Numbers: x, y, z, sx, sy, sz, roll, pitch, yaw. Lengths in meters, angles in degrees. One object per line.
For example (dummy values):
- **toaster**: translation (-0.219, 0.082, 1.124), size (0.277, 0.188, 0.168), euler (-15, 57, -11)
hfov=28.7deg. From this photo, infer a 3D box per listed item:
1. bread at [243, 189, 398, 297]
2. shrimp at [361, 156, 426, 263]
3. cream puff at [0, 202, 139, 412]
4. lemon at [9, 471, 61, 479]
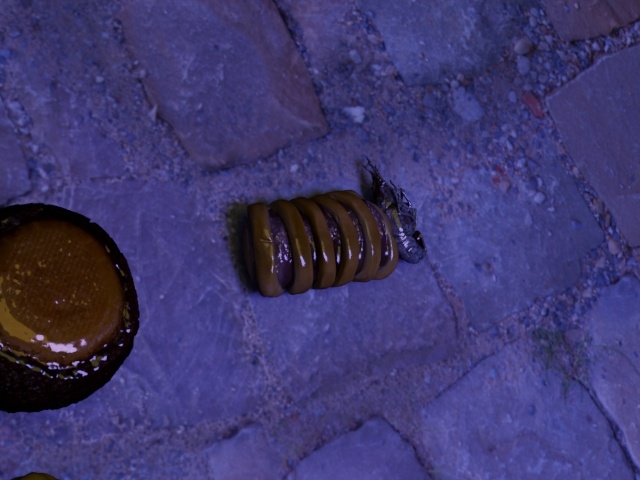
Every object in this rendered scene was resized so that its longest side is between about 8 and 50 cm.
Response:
- **bread**: translation (0.000, 0.000, 1.672), size (0.225, 0.081, 0.134), euler (-11, 78, -31)
- **shrimp**: translation (0.102, -0.044, 1.756), size (0.065, 0.057, 0.165), euler (-10, 81, -56)
- **cream puff**: translation (-0.326, 0.079, 1.406), size (0.239, 0.165, 0.239), euler (12, 66, -28)
- **lemon**: translation (-0.285, 0.407, 1.261), size (0.285, 0.285, 0.316), euler (-14, 59, -33)
